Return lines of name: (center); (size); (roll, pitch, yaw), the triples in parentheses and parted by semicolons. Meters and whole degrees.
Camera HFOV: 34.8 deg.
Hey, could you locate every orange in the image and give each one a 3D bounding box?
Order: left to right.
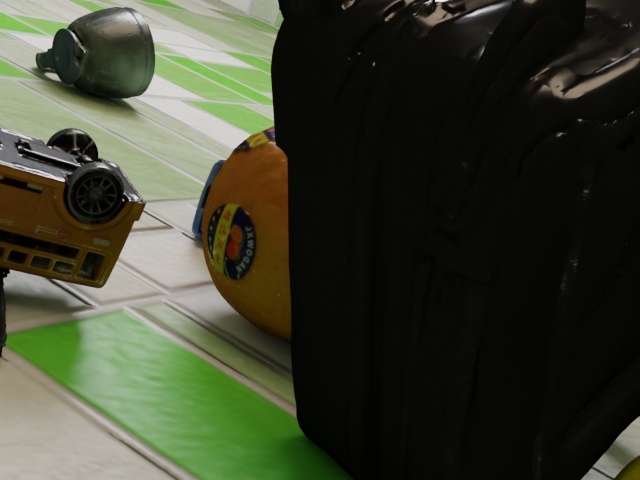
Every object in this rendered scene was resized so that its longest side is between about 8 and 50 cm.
orange: (0.001, -0.001, 0.730); (0.177, 0.155, 0.177); (12, 19, -4)

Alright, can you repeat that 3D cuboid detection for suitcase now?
suitcase: (0.142, -0.022, 0.575); (0.345, 0.339, 0.188); (-29, 45, -34)

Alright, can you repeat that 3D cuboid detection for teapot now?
teapot: (-0.279, -0.234, 1.243); (0.108, 0.111, 0.149); (-12, 39, -40)

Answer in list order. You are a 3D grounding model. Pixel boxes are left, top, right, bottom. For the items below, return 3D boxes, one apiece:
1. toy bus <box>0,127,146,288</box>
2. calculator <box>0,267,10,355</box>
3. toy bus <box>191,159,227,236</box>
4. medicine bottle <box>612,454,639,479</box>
toy bus: (-0.211, -0.034, 0.609); (0.194, 0.088, 0.083); (16, 16, -31)
calculator: (-0.271, -0.002, 0.619); (0.161, 0.021, 0.262); (16, 17, -22)
toy bus: (0.005, -0.002, 0.901); (0.236, 0.079, 0.094); (19, -1, -10)
medicine bottle: (0.253, 0.169, 0.547); (0.212, 0.122, 0.122); (10, 19, -38)
